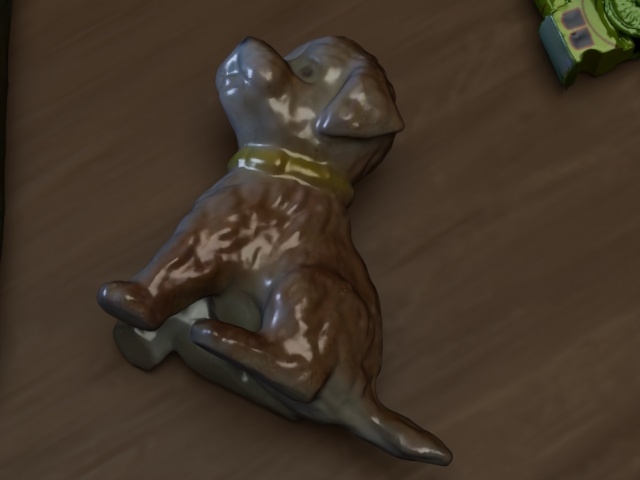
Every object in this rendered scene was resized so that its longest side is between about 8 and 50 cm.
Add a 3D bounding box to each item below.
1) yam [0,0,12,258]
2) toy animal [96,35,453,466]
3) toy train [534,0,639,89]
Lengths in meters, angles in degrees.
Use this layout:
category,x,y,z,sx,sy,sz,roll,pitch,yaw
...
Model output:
category,x,y,z,sx,sy,sz,roll,pitch,yaw
yam,-0.188,-0.074,0.914,0.071,0.067,0.317,9,70,-24
toy animal,0.012,-0.001,0.900,0.183,0.104,0.185,25,68,4
toy train,0.118,-0.207,0.993,0.085,0.053,0.250,-19,76,-5
